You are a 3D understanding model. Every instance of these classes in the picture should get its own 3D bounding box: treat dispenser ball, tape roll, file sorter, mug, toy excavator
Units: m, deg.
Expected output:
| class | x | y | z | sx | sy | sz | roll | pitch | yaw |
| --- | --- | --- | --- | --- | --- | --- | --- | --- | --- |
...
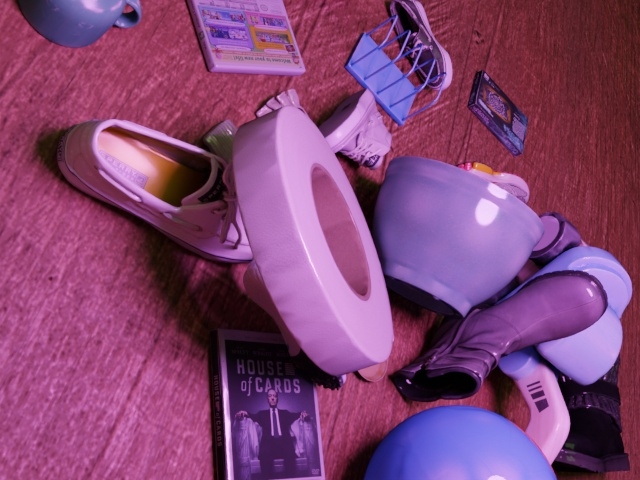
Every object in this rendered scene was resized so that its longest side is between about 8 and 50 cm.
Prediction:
| class | x | y | z | sx | sy | sz | roll | pitch | yaw |
| --- | --- | --- | --- | --- | --- | --- | --- | --- | --- |
| treat dispenser ball | 0.203 | 0.385 | 1.114 | 0.288 | 0.288 | 0.288 | 20 | 59 | -37 |
| tape roll | 0.000 | 0.000 | 1.090 | 0.392 | 0.072 | 0.392 | 59 | 18 | -32 |
| file sorter | 0.156 | -0.341 | 1.526 | 0.170 | 0.104 | 0.118 | 43 | 48 | -23 |
| mug | -0.327 | -0.351 | 1.065 | 0.158 | 0.097 | 0.129 | -39 | 101 | -46 |
| toy excavator | 0.408 | 0.227 | 1.407 | 0.222 | 0.433 | 0.445 | 38 | 22 | -27 |

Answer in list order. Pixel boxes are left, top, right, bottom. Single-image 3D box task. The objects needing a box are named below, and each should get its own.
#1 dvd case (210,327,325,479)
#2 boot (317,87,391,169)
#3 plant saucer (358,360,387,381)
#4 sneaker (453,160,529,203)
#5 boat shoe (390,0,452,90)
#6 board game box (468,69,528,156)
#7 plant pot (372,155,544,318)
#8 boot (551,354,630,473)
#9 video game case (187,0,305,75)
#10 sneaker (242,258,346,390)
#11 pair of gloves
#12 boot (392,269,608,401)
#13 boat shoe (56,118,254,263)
| class | x | y | z | sx | sy | sz | roll | pitch | yaw |
| --- | --- | --- | --- | --- | --- | --- | --- | --- | --- |
| dvd case | -0.074 | 0.250 | 1.096 | 0.179 | 0.030 | 0.238 | 12 | 65 | -42 |
| boot | 0.071 | -0.178 | 1.354 | 0.123 | 0.095 | 0.258 | 56 | 30 | -14 |
| plant saucer | 0.078 | 0.194 | 1.277 | 0.083 | 0.015 | 0.083 | 20 | 59 | -38 |
| sneaker | 0.363 | -0.101 | 1.648 | 0.225 | 0.088 | 0.092 | 10 | 76 | -35 |
| boat shoe | 0.207 | -0.416 | 1.635 | 0.070 | 0.078 | 0.219 | -10 | 71 | -47 |
| board game box | 0.426 | -0.303 | 1.828 | 0.186 | 0.026 | 0.126 | 40 | 49 | -25 |
| plant pot | 0.207 | 0.014 | 1.322 | 0.293 | 0.293 | 0.196 | 32 | 79 | -30 |
| boot | 0.513 | 0.333 | 1.550 | 0.348 | 0.131 | 0.260 | 20 | 66 | -50 |
| video game case | -0.132 | -0.378 | 1.321 | 0.212 | 0.023 | 0.193 | -10 | 80 | -47 |
| sneaker | -0.024 | 0.116 | 1.113 | 0.086 | 0.085 | 0.237 | -46 | 113 | -41 |
| pair of gloves | -0.065 | -0.131 | 1.264 | 0.240 | 0.042 | 0.204 | -38 | 100 | -45 |
| boot | 0.295 | 0.175 | 1.260 | 0.118 | 0.338 | 0.223 | 56 | 42 | -4 |
| boat shoe | -0.158 | -0.069 | 1.042 | 0.367 | 0.156 | 0.135 | 29 | 70 | -33 |
